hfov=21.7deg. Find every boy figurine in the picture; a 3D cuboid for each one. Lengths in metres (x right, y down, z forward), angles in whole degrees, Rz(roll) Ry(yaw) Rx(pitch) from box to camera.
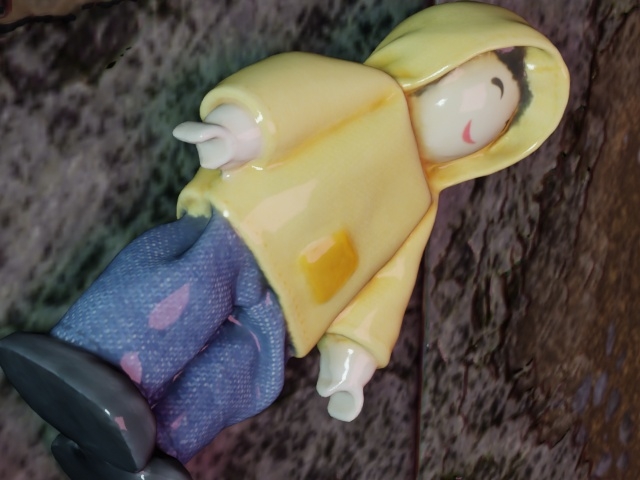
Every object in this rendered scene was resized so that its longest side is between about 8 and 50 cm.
[{"bbox_3d":[0.000,0.000,0.711,0.285,0.092,0.177,-42,131,-27],"label":"boy figurine"}]
